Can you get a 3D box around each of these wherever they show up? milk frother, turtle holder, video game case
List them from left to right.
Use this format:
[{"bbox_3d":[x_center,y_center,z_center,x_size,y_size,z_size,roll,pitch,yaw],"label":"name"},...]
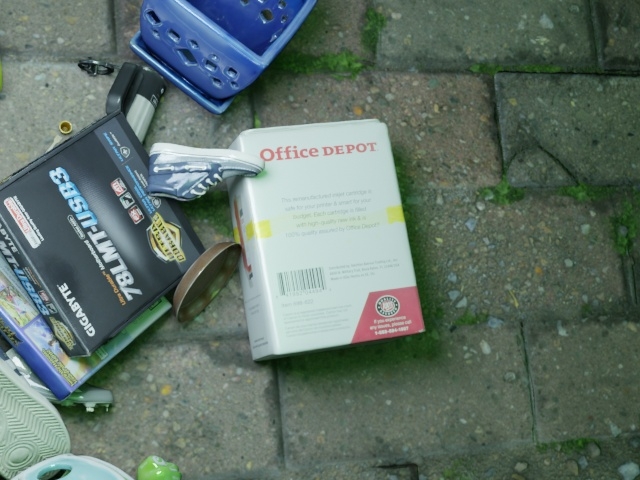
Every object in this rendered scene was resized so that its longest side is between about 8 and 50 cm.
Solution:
[{"bbox_3d":[-0.418,0.083,1.748,0.269,0.061,0.244,50,49,-3],"label":"video game case"},{"bbox_3d":[-0.351,0.436,1.645,0.320,0.243,0.227,-34,65,-17],"label":"turtle holder"},{"bbox_3d":[-0.361,-0.241,1.850,0.143,0.129,0.135,4,61,27],"label":"milk frother"}]

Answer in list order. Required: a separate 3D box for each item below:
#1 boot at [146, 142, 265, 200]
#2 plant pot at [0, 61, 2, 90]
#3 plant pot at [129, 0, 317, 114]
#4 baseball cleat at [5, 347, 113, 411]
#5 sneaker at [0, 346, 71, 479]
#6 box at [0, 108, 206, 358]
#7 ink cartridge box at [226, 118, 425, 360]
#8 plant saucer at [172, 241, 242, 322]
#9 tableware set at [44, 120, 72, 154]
[{"bbox_3d":[-0.188,-0.103,1.751,0.189,0.069,0.086,6,76,0],"label":"boot"},{"bbox_3d":[-0.642,-0.337,1.670,0.227,0.207,0.228,-31,73,-34],"label":"plant pot"},{"bbox_3d":[-0.181,-0.374,1.852,0.236,0.212,0.236,37,51,-8],"label":"plant pot"},{"bbox_3d":[-0.437,0.220,1.746,0.205,0.072,0.110,8,77,-18],"label":"baseball cleat"},{"bbox_3d":[-0.502,0.233,1.644,0.131,0.148,0.350,-32,131,-14],"label":"sneaker"},{"bbox_3d":[-0.358,-0.015,1.705,0.293,0.073,0.296,-42,110,-42],"label":"box"},{"bbox_3d":[0.000,0.000,1.886,0.279,0.160,0.385,-6,82,-19],"label":"ink cartridge box"},{"bbox_3d":[-0.197,0.065,1.813,0.029,0.168,0.168,36,70,12],"label":"plant saucer"},{"bbox_3d":[-0.391,-0.153,1.860,0.154,0.024,0.104,32,71,-10],"label":"tableware set"}]
